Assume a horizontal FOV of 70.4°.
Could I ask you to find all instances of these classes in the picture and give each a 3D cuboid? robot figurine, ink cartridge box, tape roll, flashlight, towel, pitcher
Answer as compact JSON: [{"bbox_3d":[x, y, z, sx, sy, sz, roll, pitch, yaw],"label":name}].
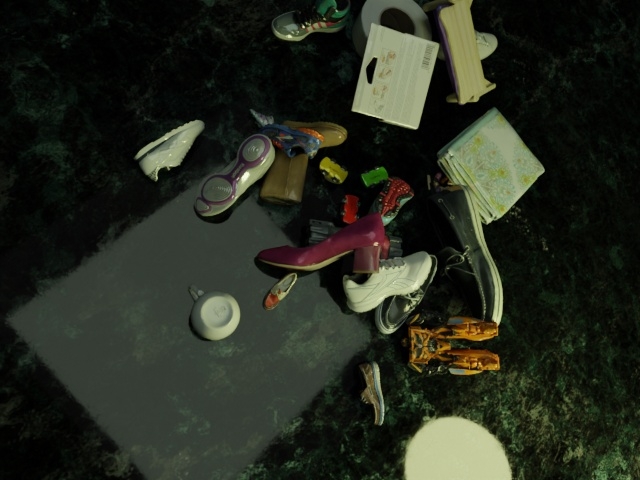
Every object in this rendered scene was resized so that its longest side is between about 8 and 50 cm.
[{"bbox_3d":[0.396,0.320,1.406,0.290,0.085,0.211,-3,88,14],"label":"robot figurine"},{"bbox_3d":[0.251,-0.564,1.577,0.261,0.066,0.297,10,101,-16],"label":"ink cartridge box"},{"bbox_3d":[0.263,-0.766,1.677,0.286,0.100,0.286,4,77,-17],"label":"tape roll"},{"bbox_3d":[0.105,0.014,1.448,0.303,0.103,0.103,7,38,-12],"label":"flashlight"},{"bbox_3d":[0.631,-0.283,1.682,0.374,0.090,0.321,-40,94,-24],"label":"towel"},{"bbox_3d":[-0.300,0.183,1.220,0.125,0.207,0.178,-37,88,-22],"label":"pitcher"}]

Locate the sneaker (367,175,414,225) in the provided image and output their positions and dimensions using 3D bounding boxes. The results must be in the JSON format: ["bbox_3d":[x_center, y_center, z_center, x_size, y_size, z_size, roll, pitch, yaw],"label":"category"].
[{"bbox_3d":[0.217,-0.122,1.512,0.104,0.125,0.262,42,43,5],"label":"sneaker"}]

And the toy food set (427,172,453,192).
[{"bbox_3d":[0.447,-0.209,1.644,0.122,0.019,0.078,2,77,-17],"label":"toy food set"}]

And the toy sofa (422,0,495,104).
[{"bbox_3d":[0.476,-0.673,1.613,0.177,0.150,0.363,-32,117,-17],"label":"toy sofa"}]

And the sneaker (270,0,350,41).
[{"bbox_3d":[-0.018,-0.784,1.550,0.295,0.178,0.124,-22,85,-20],"label":"sneaker"}]

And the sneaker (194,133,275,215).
[{"bbox_3d":[-0.246,-0.180,1.374,0.305,0.152,0.114,-42,81,2],"label":"sneaker"}]

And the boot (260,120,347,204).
[{"bbox_3d":[-0.050,-0.240,1.440,0.236,0.089,0.270,6,71,16],"label":"boot"}]

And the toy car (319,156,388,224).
[{"bbox_3d":[0.124,-0.186,1.521,0.224,0.053,0.239,-22,85,-21],"label":"toy car"}]

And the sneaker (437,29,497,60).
[{"bbox_3d":[0.599,-0.775,1.772,0.290,0.123,0.106,-19,81,-22],"label":"sneaker"}]

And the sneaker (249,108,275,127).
[{"bbox_3d":[-0.183,-0.401,1.487,0.069,0.038,0.098,-44,102,-23],"label":"sneaker"}]

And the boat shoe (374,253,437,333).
[{"bbox_3d":[0.283,0.167,1.460,0.108,0.102,0.301,42,69,-4],"label":"boat shoe"}]

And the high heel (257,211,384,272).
[{"bbox_3d":[0.000,0.000,1.354,0.376,0.127,0.182,3,84,6],"label":"high heel"}]

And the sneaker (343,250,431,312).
[{"bbox_3d":[0.205,0.108,1.389,0.297,0.111,0.129,-28,123,-4],"label":"sneaker"}]

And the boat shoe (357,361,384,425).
[{"bbox_3d":[0.147,0.464,1.374,0.066,0.066,0.183,-1,68,-13],"label":"boat shoe"}]

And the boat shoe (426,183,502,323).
[{"bbox_3d":[0.467,0.057,1.509,0.155,0.187,0.501,-9,78,-11],"label":"boat shoe"}]

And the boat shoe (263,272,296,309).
[{"bbox_3d":[-0.121,0.151,1.370,0.049,0.043,0.137,44,70,-5],"label":"boat shoe"}]

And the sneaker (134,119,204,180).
[{"bbox_3d":[-0.436,-0.276,1.361,0.235,0.090,0.095,-40,104,-18],"label":"sneaker"}]

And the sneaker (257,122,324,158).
[{"bbox_3d":[-0.102,-0.301,1.387,0.221,0.083,0.087,11,84,24],"label":"sneaker"}]
